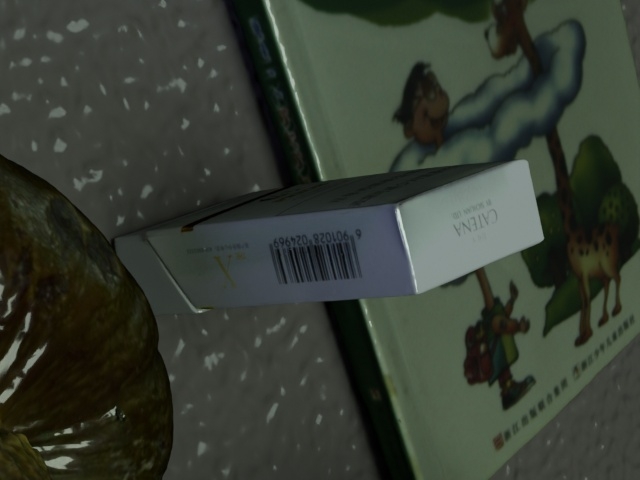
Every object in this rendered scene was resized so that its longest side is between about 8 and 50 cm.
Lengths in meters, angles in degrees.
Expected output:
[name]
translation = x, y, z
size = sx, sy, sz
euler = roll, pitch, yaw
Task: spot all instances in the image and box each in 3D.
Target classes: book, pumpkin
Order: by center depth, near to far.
[pumpkin]
translation = -0.137, 0.066, 0.491
size = 0.219, 0.162, 0.219
euler = -5, 96, -50
[book]
translation = 0.073, -0.081, 0.815
size = 0.260, 0.043, 0.371
euler = -35, 114, -42

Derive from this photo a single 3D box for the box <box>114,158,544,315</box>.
[box]
translation = 0.000, -0.001, 0.645
size = 0.084, 0.154, 0.040
euler = -23, 102, -46
